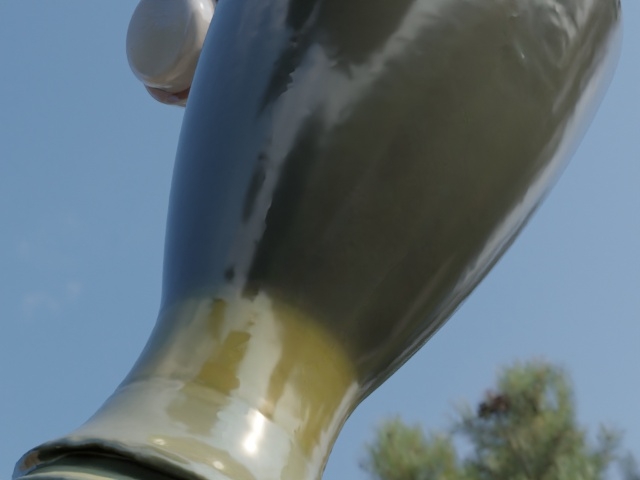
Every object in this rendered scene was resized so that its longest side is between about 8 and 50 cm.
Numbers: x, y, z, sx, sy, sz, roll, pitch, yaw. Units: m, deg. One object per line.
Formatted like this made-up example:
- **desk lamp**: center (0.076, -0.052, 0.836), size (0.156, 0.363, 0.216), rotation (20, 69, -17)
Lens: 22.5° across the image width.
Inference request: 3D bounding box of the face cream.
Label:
- **face cream**: center (-0.078, -0.132, 1.104), size (0.095, 0.091, 0.091), rotation (15, -53, -45)

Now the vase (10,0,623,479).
- **vase**: center (0.000, 0.000, 0.627), size (0.173, 0.321, 0.173), rotation (15, -38, 13)
